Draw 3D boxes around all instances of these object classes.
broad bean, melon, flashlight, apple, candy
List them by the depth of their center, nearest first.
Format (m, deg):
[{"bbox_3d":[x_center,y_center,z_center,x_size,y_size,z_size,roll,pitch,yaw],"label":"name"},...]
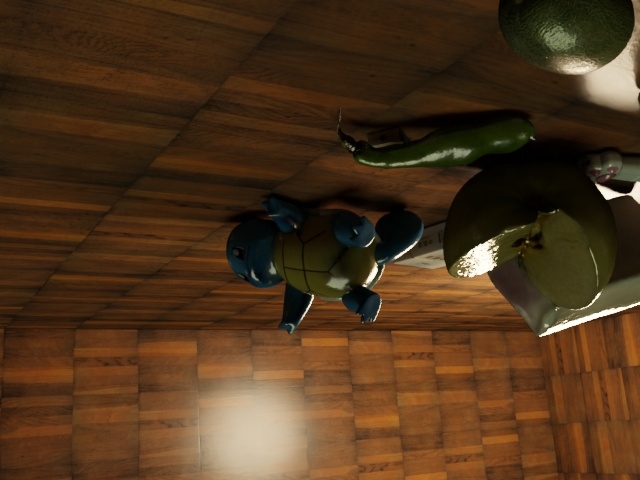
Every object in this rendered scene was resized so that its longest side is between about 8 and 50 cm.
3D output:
[{"bbox_3d":[0.244,-0.226,0.730,0.167,0.114,0.114,9,161,-38],"label":"melon"},{"bbox_3d":[0.177,-0.148,1.093,0.317,0.056,0.098,-1,141,-13],"label":"broad bean"},{"bbox_3d":[0.373,-0.029,1.295,0.295,0.234,0.258,11,152,11],"label":"apple"},{"bbox_3d":[0.558,-0.127,1.330,0.200,0.048,0.093,2,164,-19],"label":"flashlight"},{"bbox_3d":[0.541,0.049,1.503,0.358,0.208,0.145,-15,143,-18],"label":"candy"}]

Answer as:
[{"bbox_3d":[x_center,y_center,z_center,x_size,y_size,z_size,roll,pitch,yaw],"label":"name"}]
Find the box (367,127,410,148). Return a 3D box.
[{"bbox_3d":[0.113,-0.150,1.163,0.053,0.024,0.083,-10,166,20],"label":"box"}]

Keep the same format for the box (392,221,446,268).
[{"bbox_3d":[0.305,0.007,1.740,0.155,0.067,0.243,10,160,-38],"label":"box"}]

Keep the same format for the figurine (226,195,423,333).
[{"bbox_3d":[0.009,0.020,1.477,0.416,0.243,0.298,-8,122,3],"label":"figurine"}]

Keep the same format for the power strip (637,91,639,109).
[{"bbox_3d":[0.599,-0.209,0.996,0.264,0.059,0.193,-1,169,-13],"label":"power strip"}]
